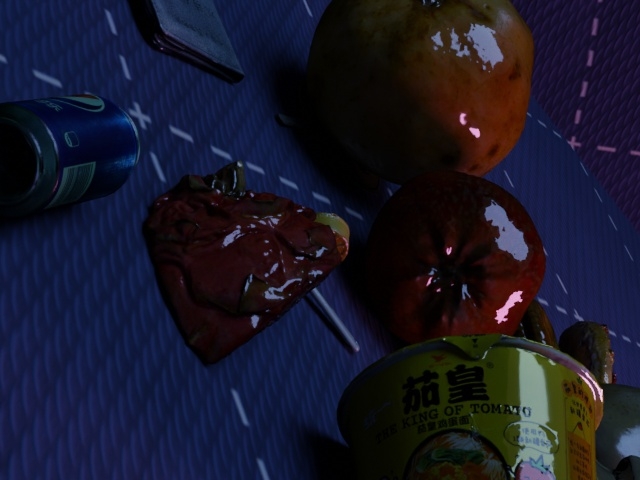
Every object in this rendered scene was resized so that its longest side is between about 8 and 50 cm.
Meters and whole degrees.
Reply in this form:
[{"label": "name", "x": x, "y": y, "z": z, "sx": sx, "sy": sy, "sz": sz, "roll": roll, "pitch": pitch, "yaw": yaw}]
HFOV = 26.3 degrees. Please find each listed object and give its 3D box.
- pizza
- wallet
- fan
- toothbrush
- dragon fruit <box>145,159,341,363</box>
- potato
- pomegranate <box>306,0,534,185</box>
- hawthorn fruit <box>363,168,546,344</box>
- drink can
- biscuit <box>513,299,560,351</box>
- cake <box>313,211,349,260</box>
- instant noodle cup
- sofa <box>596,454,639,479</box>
[{"label": "pizza", "x": 0.481, "y": 0.239, "z": 2.434, "sx": 0.086, "sy": 0.161, "sz": 0.305, "roll": 13, "pitch": 28, "yaw": -4}, {"label": "wallet", "x": -0.202, "y": -0.327, "z": 2.001, "sx": 0.222, "sy": 0.036, "sz": 0.167, "roll": 20, "pitch": 41, "yaw": -56}, {"label": "fan", "x": 0.015, "y": -0.178, "z": 2.268, "sx": 0.335, "sy": 0.011, "sz": 0.229, "roll": 6, "pitch": 54, "yaw": -62}, {"label": "toothbrush", "x": -0.042, "y": 0.038, "z": 1.838, "sx": 0.304, "sy": 0.030, "sz": 0.030, "roll": 52, "pitch": 22, "yaw": -15}, {"label": "dragon fruit", "x": -0.085, "y": -0.009, "z": 1.647, "sx": 0.205, "sy": 0.152, "sz": 0.317, "roll": 53, "pitch": 22, "yaw": -3}, {"label": "potato", "x": 0.420, "y": 0.333, "z": 2.040, "sx": 0.243, "sy": 0.326, "sz": 0.221, "roll": 34, "pitch": -42, "yaw": 48}, {"label": "pomegranate", "x": 0.155, "y": -0.252, "z": 2.227, "sx": 0.410, "sy": 0.410, "sz": 0.410, "roll": 44, "pitch": 25, "yaw": -26}, {"label": "hawthorn fruit", "x": 0.191, "y": 0.023, "z": 2.030, "sx": 0.275, "sy": 0.275, "sz": 0.299, "roll": 45, "pitch": 15, "yaw": -25}, {"label": "drink can", "x": -0.275, "y": -0.091, "z": 1.419, "sx": 0.118, "sy": 0.118, "sz": 0.205, "roll": 57, "pitch": 21, "yaw": 4}, {"label": "biscuit", "x": 0.373, "y": 0.203, "z": 2.328, "sx": 0.220, "sy": 0.066, "sz": 0.220, "roll": -19, "pitch": 90, "yaw": -78}, {"label": "cake", "x": 0.000, "y": 0.000, "z": 1.898, "sx": 0.084, "sy": 0.084, "sz": 0.044, "roll": 39, "pitch": 30, "yaw": -36}, {"label": "instant noodle cup", "x": 0.179, "y": 0.300, "z": 1.576, "sx": 0.325, "sy": 0.326, "sz": 0.254, "roll": 39, "pitch": 37, "yaw": -36}, {"label": "sofa", "x": 0.337, "y": 0.409, "z": 1.788, "sx": 0.182, "sy": 0.258, "sz": 0.200, "roll": 26, "pitch": 33, "yaw": -28}]
